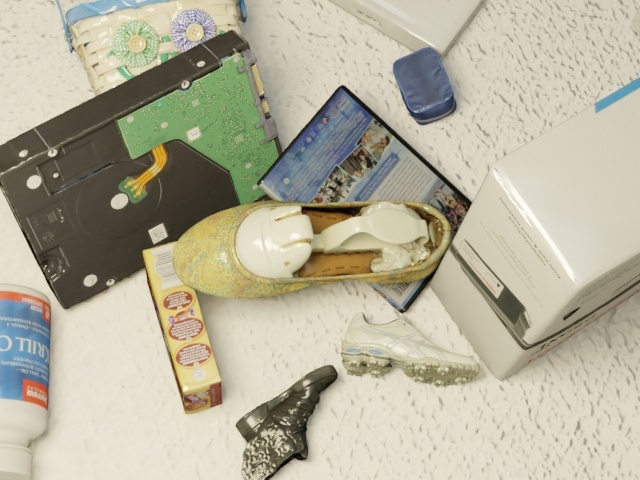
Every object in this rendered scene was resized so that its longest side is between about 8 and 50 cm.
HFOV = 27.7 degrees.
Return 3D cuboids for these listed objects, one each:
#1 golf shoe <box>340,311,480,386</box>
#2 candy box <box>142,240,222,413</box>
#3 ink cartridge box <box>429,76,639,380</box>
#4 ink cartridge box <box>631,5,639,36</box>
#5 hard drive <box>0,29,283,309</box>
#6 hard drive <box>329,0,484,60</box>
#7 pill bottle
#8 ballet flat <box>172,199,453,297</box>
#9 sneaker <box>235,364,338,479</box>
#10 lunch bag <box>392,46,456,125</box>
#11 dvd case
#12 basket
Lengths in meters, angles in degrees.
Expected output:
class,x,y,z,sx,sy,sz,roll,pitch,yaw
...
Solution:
class,x,y,z,sx,sy,sz,roll,pitch,yaw
golf shoe,0.115,0.131,1.621,0.176,0.069,0.086,10,62,-1
candy box,-0.168,0.108,1.585,0.053,0.109,0.186,-16,70,-11
ink cartridge box,0.313,-0.015,1.517,0.285,0.395,0.166,-30,76,-14
ink cartridge box,0.488,-0.322,1.835,0.083,0.048,0.028,-20,71,-11
hard drive,-0.213,-0.087,1.596,0.339,0.237,0.064,-29,45,-13
hard drive,0.164,-0.444,1.863,0.233,0.047,0.353,32,70,9
pill bottle,-0.383,0.172,1.537,0.124,0.124,0.221,-2,69,-5
ballet flat,0.000,0.000,1.562,0.348,0.123,0.123,-2,68,-20
sneaker,-0.035,0.230,1.580,0.170,0.051,0.089,-31,74,-10
lunch bag,0.140,-0.210,1.759,0.067,0.065,0.098,-21,72,5
dvd case,0.066,-0.054,1.671,0.253,0.022,0.180,42,69,-8
basket,-0.213,-0.299,1.694,0.255,0.201,0.289,-16,80,-9
